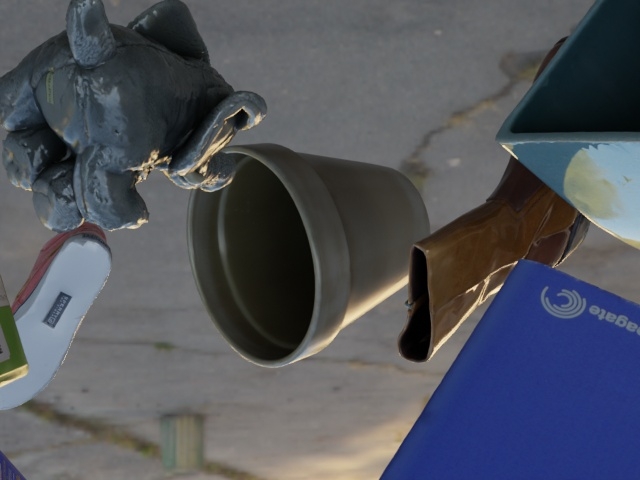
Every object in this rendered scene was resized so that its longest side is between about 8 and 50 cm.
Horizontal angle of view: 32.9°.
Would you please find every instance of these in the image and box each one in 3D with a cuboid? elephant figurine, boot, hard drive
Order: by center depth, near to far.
[{"bbox_3d":[0.125,0.165,0.541,0.210,0.318,0.040,25,145,21],"label":"hard drive"},{"bbox_3d":[-0.125,-0.108,0.871,0.186,0.169,0.239,-5,-168,45],"label":"elephant figurine"},{"bbox_3d":[0.171,-0.045,1.062,0.280,0.096,0.264,-28,140,-38],"label":"boot"}]

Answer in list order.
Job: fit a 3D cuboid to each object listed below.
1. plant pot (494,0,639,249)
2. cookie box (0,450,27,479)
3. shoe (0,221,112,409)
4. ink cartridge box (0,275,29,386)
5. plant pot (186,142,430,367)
[{"bbox_3d":[0.359,-0.092,0.928,0.252,0.247,0.248,44,165,-23],"label":"plant pot"},{"bbox_3d":[-0.381,0.312,1.303,0.040,0.092,0.107,-26,123,1],"label":"cookie box"},{"bbox_3d":[-0.243,0.064,0.960,0.063,0.178,0.081,33,-175,-17],"label":"shoe"},{"bbox_3d":[-0.270,-0.026,0.509,0.189,0.255,0.097,-17,180,-3],"label":"ink cartridge box"},{"bbox_3d":[0.000,0.000,1.624,0.280,0.323,0.323,-14,172,-38],"label":"plant pot"}]
